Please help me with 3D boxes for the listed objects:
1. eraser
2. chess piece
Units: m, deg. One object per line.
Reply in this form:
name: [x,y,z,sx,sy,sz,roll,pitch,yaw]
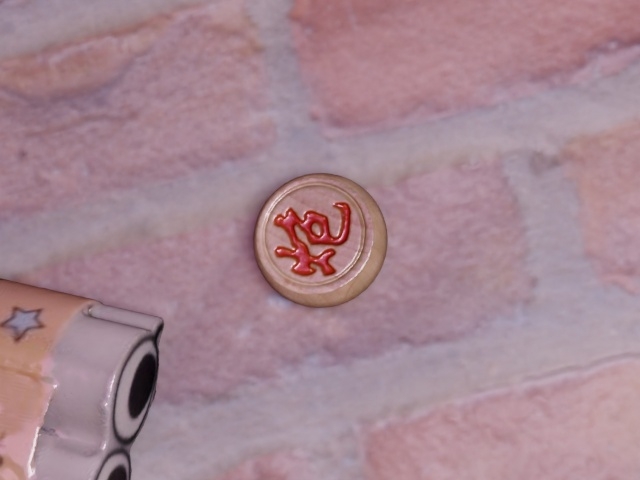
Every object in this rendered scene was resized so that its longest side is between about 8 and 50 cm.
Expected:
eraser: [-0.257,0.098,1.102,0.290,0.087,0.171,12,85,15]
chess piece: [0.000,0.000,1.089,0.083,0.038,0.084,-2,80,13]
